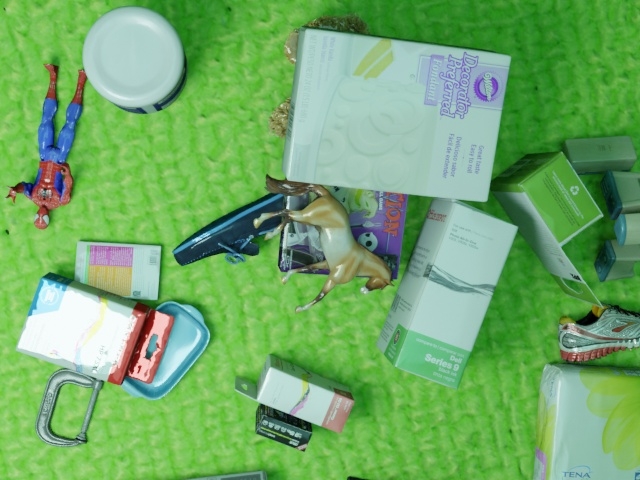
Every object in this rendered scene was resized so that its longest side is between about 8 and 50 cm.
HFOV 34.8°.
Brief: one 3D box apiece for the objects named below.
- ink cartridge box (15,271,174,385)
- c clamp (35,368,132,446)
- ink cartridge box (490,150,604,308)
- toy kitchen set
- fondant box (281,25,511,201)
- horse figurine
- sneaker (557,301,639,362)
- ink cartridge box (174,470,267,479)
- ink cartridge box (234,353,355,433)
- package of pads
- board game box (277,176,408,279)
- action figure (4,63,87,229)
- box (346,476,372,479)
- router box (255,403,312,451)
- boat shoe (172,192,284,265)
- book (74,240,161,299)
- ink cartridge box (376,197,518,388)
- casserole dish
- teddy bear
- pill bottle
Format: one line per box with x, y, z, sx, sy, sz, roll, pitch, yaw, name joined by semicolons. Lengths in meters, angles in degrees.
-0.376;0.156;1.723;0.231;0.078;0.134;19;93;-6;ink cartridge box
-0.424;0.294;1.791;0.137;0.022;0.160;22;91;-6;c clamp
0.418;-0.021;1.760;0.097;0.189;0.255;-37;97;-3;ink cartridge box
0.500;-0.054;1.829;0.122;0.166;0.207;-3;57;-5;toy kitchen set
0.117;-0.201;1.628;0.330;0.096;0.238;5;103;-10;fondant box
0.000;0.000;1.677;0.174;0.066;0.263;-22;108;4;horse figurine
0.535;0.150;1.831;0.225;0.088;0.092;-14;93;-4;sneaker
-0.221;0.531;1.808;0.275;0.060;0.239;-6;119;-4;ink cartridge box
-0.047;0.258;1.774;0.198;0.115;0.067;22;93;-6;ink cartridge box
0.501;0.373;1.836;0.229;0.101;0.296;4;93;-6;package of pads
0.046;-0.110;1.712;0.208;0.056;0.346;3;103;-12;board game box
-0.454;-0.153;1.708;0.091;0.139;0.280;9;95;-4;action figure
0.187;0.615;1.786;0.313;0.179;0.343;6;93;-4;box
-0.065;0.317;1.773;0.092;0.122;0.038;23;96;-6;router box
-0.126;-0.009;1.757;0.258;0.109;0.089;-25;102;-2;boat shoe
-0.353;0.052;1.778;0.144;0.035;0.096;4;90;-5;book
0.211;0.082;1.736;0.122;0.211;0.289;20;92;-5;ink cartridge box
-0.277;0.191;1.790;0.114;0.037;0.188;40;89;-6;casserole dish
0.039;-0.219;1.768;0.245;0.113;0.338;-35;104;4;teddy bear
-0.291;-0.282;1.645;0.153;0.265;0.153;0;93;-6;pill bottle
